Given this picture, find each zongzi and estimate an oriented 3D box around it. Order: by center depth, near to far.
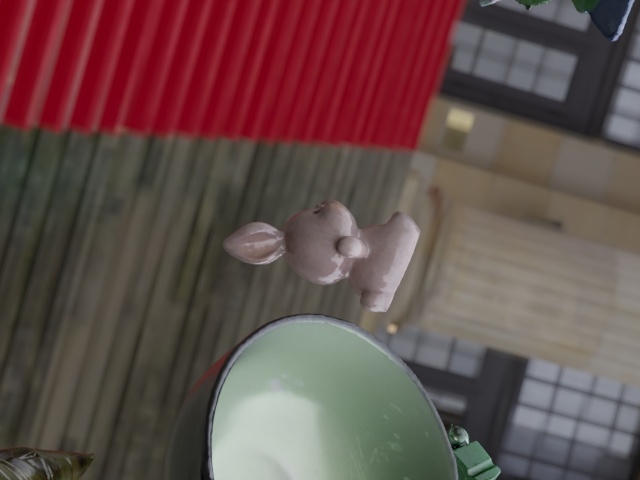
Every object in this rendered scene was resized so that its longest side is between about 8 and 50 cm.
[{"bbox_3d":[-0.375,0.279,1.864,0.241,0.248,0.111,-9,79,-67],"label":"zongzi"}]

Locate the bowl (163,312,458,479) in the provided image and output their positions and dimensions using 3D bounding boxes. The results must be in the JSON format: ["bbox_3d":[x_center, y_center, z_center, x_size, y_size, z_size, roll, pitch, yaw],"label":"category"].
[{"bbox_3d":[-0.037,0.271,2.018,0.185,0.354,0.354,-28,-138,43],"label":"bowl"}]

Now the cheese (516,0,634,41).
[{"bbox_3d":[0.230,-0.304,1.787,0.320,0.083,0.204,-119,-141,-49],"label":"cheese"}]

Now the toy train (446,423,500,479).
[{"bbox_3d":[0.160,0.322,2.466,0.104,0.071,0.178,50,-45,23],"label":"toy train"}]

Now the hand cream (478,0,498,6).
[{"bbox_3d":[0.234,-0.260,1.487,0.275,0.050,0.079,-11,-126,38],"label":"hand cream"}]

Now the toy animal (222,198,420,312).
[{"bbox_3d":[0.000,-0.002,2.138,0.124,0.212,0.124,-162,-90,-84],"label":"toy animal"}]
